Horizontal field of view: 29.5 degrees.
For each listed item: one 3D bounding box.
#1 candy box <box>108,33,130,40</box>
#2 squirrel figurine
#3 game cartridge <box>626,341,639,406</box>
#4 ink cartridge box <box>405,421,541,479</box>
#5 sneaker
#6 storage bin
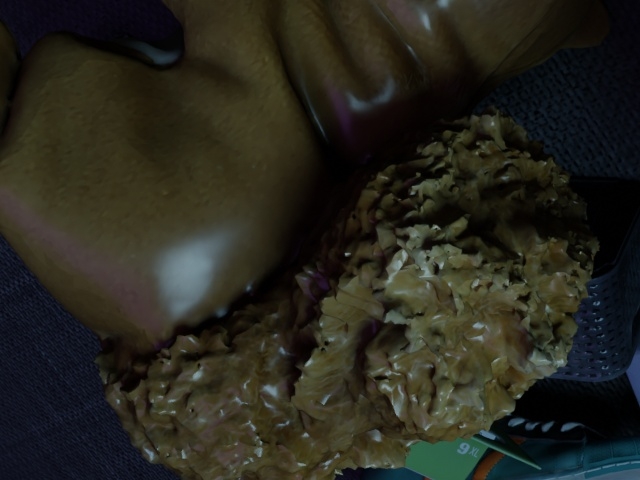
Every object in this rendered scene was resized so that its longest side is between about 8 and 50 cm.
[{"bbox_3d":[-0.119,-0.032,0.986,0.233,0.071,0.159,42,137,14],"label":"candy box"},{"bbox_3d":[0.020,-0.054,0.713,0.397,0.370,0.281,63,-174,25],"label":"squirrel figurine"},{"bbox_3d":[0.377,0.203,0.870,0.230,0.068,0.355,-6,119,42],"label":"game cartridge"},{"bbox_3d":[0.060,0.122,0.907,0.109,0.062,0.209,29,-171,-32],"label":"ink cartridge box"},{"bbox_3d":[0.140,0.170,0.949,0.108,0.121,0.302,28,147,-37],"label":"sneaker"},{"bbox_3d":[0.131,0.021,0.842,0.180,0.122,0.084,3,124,29],"label":"storage bin"}]
